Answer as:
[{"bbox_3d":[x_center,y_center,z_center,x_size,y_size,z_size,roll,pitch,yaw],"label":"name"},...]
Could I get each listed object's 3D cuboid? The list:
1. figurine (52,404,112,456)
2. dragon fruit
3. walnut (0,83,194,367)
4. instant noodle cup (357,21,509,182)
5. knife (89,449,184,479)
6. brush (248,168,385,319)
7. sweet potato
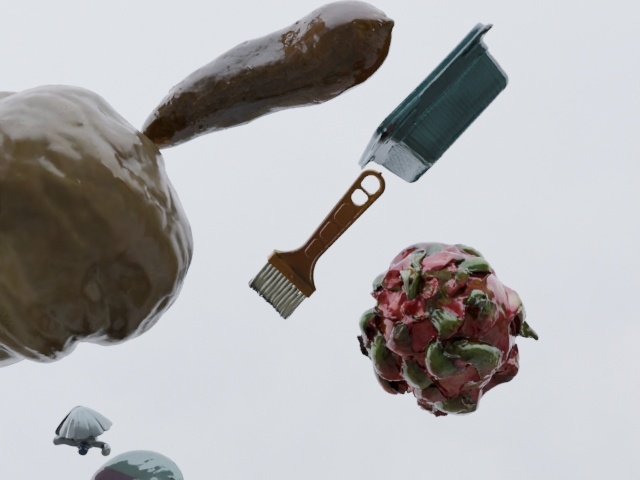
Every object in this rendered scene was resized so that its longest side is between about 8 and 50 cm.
[{"bbox_3d":[-0.382,0.309,1.781,0.094,0.086,0.082,-10,-55,-24],"label":"figurine"},{"bbox_3d":[0.183,0.142,1.699,0.237,0.231,0.302,-32,-38,-31],"label":"dragon fruit"},{"bbox_3d":[-0.282,-0.013,1.069,0.296,0.285,0.285,-15,-42,17],"label":"walnut"},{"bbox_3d":[0.127,-0.137,1.197,0.179,0.070,0.157,-48,-1,-12],"label":"instant noodle cup"},{"bbox_3d":[-0.099,0.342,1.047,0.132,0.398,0.038,-26,-37,-33],"label":"knife"},{"bbox_3d":[0.000,0.000,1.635,0.314,0.090,0.017,-49,-3,36],"label":"brush"},{"bbox_3d":[-0.055,-0.168,1.159,0.292,0.097,0.097,-23,-44,12],"label":"sweet potato"}]
